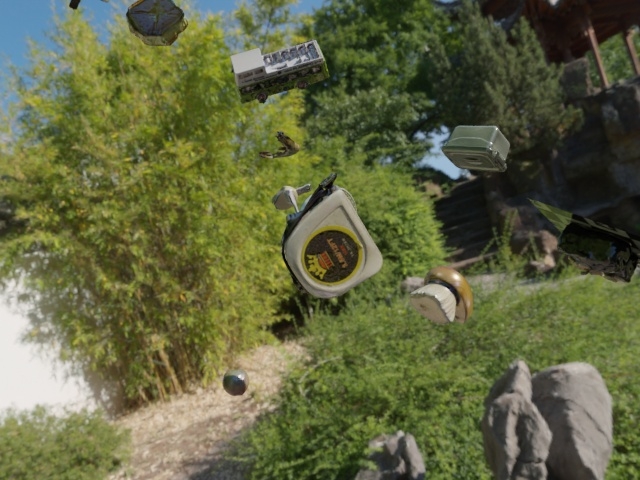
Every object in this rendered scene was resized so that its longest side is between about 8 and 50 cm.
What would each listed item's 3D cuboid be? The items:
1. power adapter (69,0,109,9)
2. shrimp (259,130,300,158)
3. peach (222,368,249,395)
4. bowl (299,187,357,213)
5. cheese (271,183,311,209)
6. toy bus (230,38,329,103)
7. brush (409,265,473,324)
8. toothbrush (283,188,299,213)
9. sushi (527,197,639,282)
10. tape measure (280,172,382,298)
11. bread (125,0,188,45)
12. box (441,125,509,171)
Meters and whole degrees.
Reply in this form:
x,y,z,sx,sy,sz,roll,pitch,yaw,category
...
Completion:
x,y,z,sx,sy,sz,roll,pitch,yaw,category
-0.609,-0.731,1.378,0.255,0.187,0.124,-54,-23,21,power adapter
-0.161,-0.335,1.899,0.148,0.035,0.195,-10,-15,15,shrimp
-0.254,0.426,1.588,0.083,0.083,0.083,-17,-2,-1,peach
0.007,-0.062,1.954,0.145,0.277,0.277,11,15,35,bowl
-0.122,-0.187,2.148,0.171,0.047,0.092,-37,-48,14,cheese
-0.133,-0.546,1.689,0.301,0.113,0.139,-17,-30,-2,toy bus
0.468,0.237,1.974,0.174,0.267,0.166,-6,39,53,brush
-0.049,-0.019,1.541,0.026,0.288,0.024,-1,31,38,toothbrush
0.649,0.050,1.232,0.296,0.100,0.373,29,3,41,sushi
0.000,0.000,1.324,0.231,0.271,0.133,-30,18,2,tape measure
-0.434,-0.584,1.410,0.140,0.128,0.069,-45,-5,-10,bread
0.447,-0.265,1.505,0.172,0.093,0.124,14,-13,46,box
